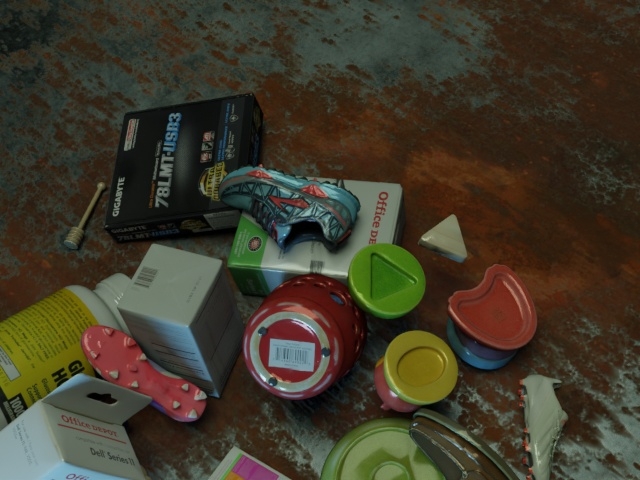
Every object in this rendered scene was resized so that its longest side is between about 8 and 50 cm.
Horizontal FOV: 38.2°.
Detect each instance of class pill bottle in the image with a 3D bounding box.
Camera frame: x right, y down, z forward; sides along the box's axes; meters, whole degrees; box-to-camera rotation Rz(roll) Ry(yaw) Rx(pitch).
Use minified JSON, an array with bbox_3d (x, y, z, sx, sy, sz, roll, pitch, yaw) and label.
[{"bbox_3d":[-0.457,0.195,1.596,0.334,0.188,0.188,-32,57,-29],"label":"pill bottle"}]

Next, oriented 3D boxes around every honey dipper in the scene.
[{"bbox_3d":[-0.473,-0.055,1.875,0.030,0.030,0.161,11,59,16],"label":"honey dipper"}]

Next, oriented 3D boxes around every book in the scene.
[{"bbox_3d":[-0.110,0.412,1.517,0.144,0.035,0.096,26,63,23],"label":"book"}]

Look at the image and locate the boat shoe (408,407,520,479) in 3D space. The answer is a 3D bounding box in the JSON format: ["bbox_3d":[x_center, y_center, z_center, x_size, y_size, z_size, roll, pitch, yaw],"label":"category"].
[{"bbox_3d":[0.243,0.384,1.402,0.307,0.111,0.104,38,71,17],"label":"boat shoe"}]

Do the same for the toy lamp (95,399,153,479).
[{"bbox_3d":[-0.316,0.378,1.547,0.080,0.080,0.274,-39,59,-14],"label":"toy lamp"}]

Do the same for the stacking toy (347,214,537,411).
[{"bbox_3d":[0.184,0.129,1.563,0.309,0.130,0.279,-23,69,-25],"label":"stacking toy"}]

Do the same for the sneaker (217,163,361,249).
[{"bbox_3d":[-0.069,-0.051,1.613,0.262,0.104,0.125,11,62,18],"label":"sneaker"}]

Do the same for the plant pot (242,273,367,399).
[{"bbox_3d":[-0.028,0.159,1.532,0.191,0.174,0.191,1,96,13],"label":"plant pot"}]

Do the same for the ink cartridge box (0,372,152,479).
[{"bbox_3d":[-0.424,0.371,1.434,0.353,0.207,0.119,-39,57,9],"label":"ink cartridge box"}]

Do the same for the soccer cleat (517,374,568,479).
[{"bbox_3d":[0.362,0.305,1.484,0.076,0.068,0.196,0,55,6],"label":"soccer cleat"}]

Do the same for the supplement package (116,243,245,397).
[{"bbox_3d":[-0.229,0.141,1.576,0.134,0.244,0.139,13,56,17],"label":"supplement package"}]

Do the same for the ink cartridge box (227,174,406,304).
[{"bbox_3d":[0.000,0.000,1.702,0.289,0.121,0.211,6,59,14],"label":"ink cartridge box"}]

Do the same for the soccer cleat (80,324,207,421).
[{"bbox_3d":[-0.303,0.230,1.554,0.248,0.095,0.083,35,62,-17],"label":"soccer cleat"}]

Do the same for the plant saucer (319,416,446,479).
[{"bbox_3d":[0.114,0.392,1.488,0.241,0.037,0.241,-4,57,7],"label":"plant saucer"}]

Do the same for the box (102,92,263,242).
[{"bbox_3d":[-0.272,-0.148,1.858,0.293,0.073,0.295,-5,56,13],"label":"box"}]
